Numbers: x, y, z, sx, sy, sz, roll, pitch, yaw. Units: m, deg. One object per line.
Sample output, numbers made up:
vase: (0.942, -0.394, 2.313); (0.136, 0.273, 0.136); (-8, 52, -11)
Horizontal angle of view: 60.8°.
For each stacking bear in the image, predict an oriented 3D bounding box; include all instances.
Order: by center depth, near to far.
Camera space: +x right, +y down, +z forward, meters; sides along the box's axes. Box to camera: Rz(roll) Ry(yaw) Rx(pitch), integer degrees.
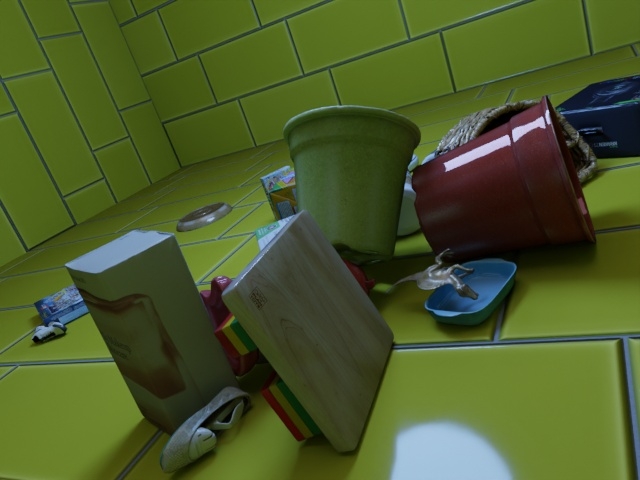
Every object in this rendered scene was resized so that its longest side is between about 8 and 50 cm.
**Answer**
stacking bear: (-0.042, 0.111, 0.962); (0.289, 0.164, 0.175); (-18, -9, -28)

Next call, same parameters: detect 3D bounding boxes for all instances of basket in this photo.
basket: (0.446, -0.202, 1.246); (0.299, 0.213, 0.223); (-28, 20, -23)

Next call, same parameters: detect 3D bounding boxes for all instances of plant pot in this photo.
plant pot: (0.329, -0.088, 1.013); (0.265, 0.272, 0.272); (-19, 17, 28)
plant pot: (0.057, -0.088, 1.075); (0.276, 0.254, 0.276); (2, -12, 0)
plant pot: (-0.463, -0.099, 2.156); (0.236, 0.032, 0.236); (-17, 19, 6)

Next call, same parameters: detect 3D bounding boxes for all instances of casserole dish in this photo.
casserole dish: (0.254, 0.088, 0.909); (0.114, 0.037, 0.188); (0, 28, 44)

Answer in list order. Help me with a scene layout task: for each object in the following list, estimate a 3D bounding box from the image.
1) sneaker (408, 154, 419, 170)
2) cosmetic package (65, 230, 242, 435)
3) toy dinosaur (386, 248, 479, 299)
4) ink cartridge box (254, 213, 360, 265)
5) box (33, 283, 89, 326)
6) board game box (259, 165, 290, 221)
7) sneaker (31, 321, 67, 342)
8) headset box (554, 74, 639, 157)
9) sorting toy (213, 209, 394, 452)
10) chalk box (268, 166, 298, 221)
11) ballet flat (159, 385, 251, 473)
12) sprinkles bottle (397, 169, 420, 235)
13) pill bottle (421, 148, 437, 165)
sneaker: (0.201, -0.241, 1.788); (0.258, 0.091, 0.094); (-23, 19, -10)
cosmetic package: (-0.259, 0.144, 0.863); (0.129, 0.296, 0.153); (-32, 22, -35)
toy dinosaur: (0.192, 0.058, 0.919); (0.092, 0.053, 0.183); (-35, 23, -34)
ink cartridge box: (0.000, 0.000, 1.281); (0.278, 0.117, 0.201); (-21, 19, -5)
box: (-0.754, 0.189, 1.626); (0.159, 0.044, 0.233); (-30, 21, -27)
board game box: (-0.121, -0.150, 1.761); (0.103, 0.154, 0.026); (-29, 20, -23)
sneaker: (-0.721, 0.249, 1.452); (0.109, 0.040, 0.044); (-16, 35, 22)
headset box: (0.742, -0.311, 1.378); (0.283, 0.131, 0.246); (-32, 22, -30)
sorting toy: (-0.023, 0.124, 0.779); (0.089, 0.257, 0.255); (-29, 12, 29)
chalk box: (-0.002, -0.122, 1.532); (0.179, 0.180, 0.289); (-13, 19, 18)
ballet flat: (-0.161, 0.271, 0.793); (0.052, 0.057, 0.168); (4, 29, 30)
sprinkles bottle: (0.195, -0.124, 1.428); (0.121, 0.121, 0.355); (-17, 19, 8)
pill bottle: (0.385, -0.220, 1.487); (0.130, 0.130, 0.245); (-1, 26, 44)
